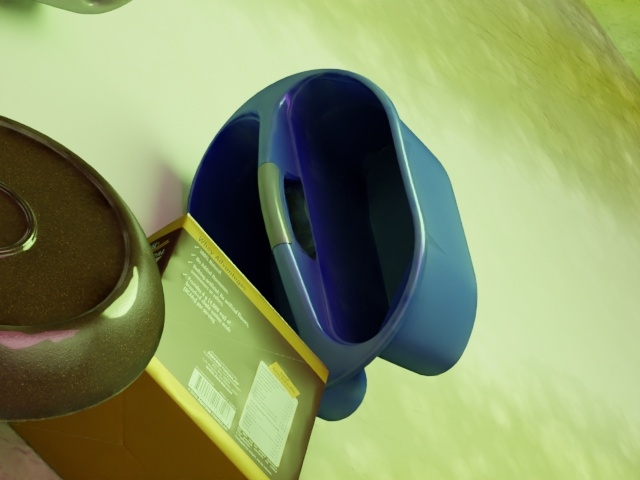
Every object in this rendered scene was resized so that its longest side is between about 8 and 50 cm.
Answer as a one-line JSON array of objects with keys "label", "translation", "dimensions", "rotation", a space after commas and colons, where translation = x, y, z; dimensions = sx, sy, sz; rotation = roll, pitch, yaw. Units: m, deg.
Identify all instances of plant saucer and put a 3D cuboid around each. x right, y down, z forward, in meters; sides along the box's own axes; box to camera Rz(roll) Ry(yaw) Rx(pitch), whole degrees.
[{"label": "plant saucer", "translation": [-0.248, -0.005, 1.126], "dimensions": [0.310, 0.050, 0.311], "rotation": [19, 35, -14]}]

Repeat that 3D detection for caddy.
[{"label": "caddy", "translation": [0.000, 0.000, 1.488], "dimensions": [0.179, 0.241, 0.341], "rotation": [35, 34, -47]}]

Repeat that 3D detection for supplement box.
[{"label": "supplement box", "translation": [-0.115, 0.123, 1.281], "dimensions": [0.191, 0.129, 0.194], "rotation": [49, 28, -19]}]

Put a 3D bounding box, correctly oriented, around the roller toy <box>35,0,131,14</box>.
[{"label": "roller toy", "translation": [-0.231, -0.310, 1.464], "dimensions": [0.146, 0.209, 0.191], "rotation": [10, 89, -57]}]
